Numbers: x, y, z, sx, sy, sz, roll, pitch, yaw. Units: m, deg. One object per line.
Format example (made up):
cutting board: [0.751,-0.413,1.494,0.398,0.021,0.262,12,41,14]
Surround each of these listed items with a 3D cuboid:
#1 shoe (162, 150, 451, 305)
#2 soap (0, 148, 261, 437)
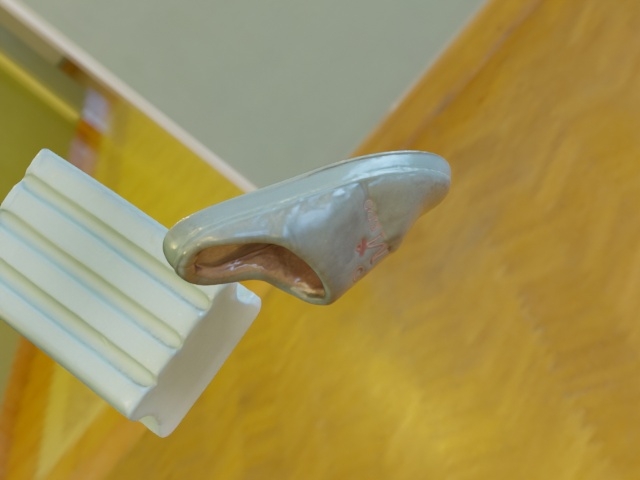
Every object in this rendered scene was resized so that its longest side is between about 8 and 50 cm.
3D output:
shoe: [0.000,0.000,1.275,0.251,0.100,0.103,-16,-17,-12]
soap: [-0.204,0.046,1.466,0.265,0.087,0.160,32,83,30]
